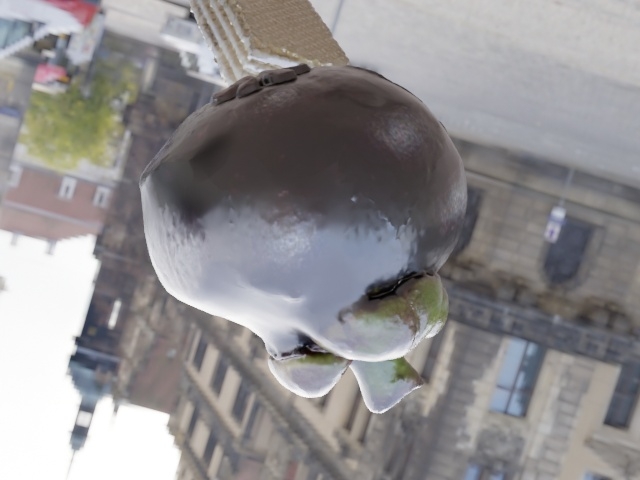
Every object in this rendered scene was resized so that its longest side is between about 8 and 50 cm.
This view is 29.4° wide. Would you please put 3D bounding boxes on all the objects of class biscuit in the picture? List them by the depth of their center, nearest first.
[{"bbox_3d":[-0.089,-0.283,1.459,0.144,0.078,0.426,13,-151,-27],"label":"biscuit"}]

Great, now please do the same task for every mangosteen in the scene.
[{"bbox_3d":[0.001,-0.005,0.991,0.288,0.233,0.287,21,148,14],"label":"mangosteen"}]
